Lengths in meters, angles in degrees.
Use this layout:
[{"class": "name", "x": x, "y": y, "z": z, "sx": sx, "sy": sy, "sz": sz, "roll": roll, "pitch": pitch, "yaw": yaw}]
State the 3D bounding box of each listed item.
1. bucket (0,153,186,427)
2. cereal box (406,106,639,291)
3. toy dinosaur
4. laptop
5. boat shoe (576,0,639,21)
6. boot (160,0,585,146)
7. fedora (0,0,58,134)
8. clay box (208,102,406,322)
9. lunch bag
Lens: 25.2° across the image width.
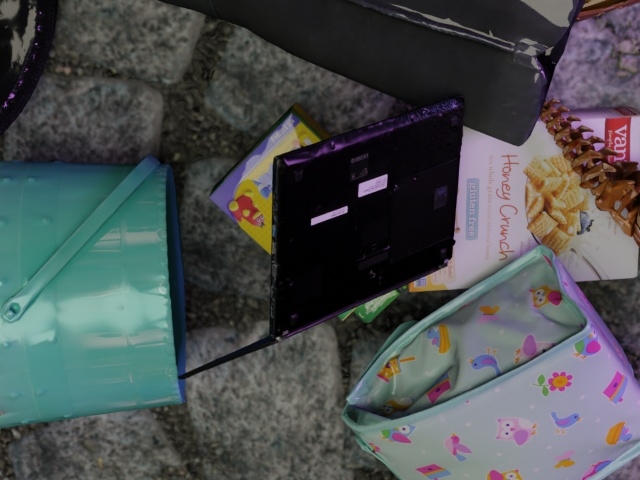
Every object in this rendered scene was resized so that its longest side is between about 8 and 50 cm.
[{"class": "bucket", "x": -0.230, "y": 0.046, "z": 1.407, "sx": 0.183, "sy": 0.281, "sz": 0.281, "roll": -4, "pitch": 108, "yaw": -3}, {"class": "cereal box", "x": 0.201, "y": -0.041, "z": 1.423, "sx": 0.240, "sy": 0.047, "sz": 0.173, "roll": -4, "pitch": 109, "yaw": -8}, {"class": "toy dinosaur", "x": 0.359, "y": -0.039, "z": 1.352, "sx": 0.322, "sy": 0.164, "sz": 0.218, "roll": 17, "pitch": 127, "yaw": -20}, {"class": "laptop", "x": 0.000, "y": 0.000, "z": 1.302, "sx": 0.137, "sy": 0.234, "sz": 0.264, "roll": 25, "pitch": 124, "yaw": 39}, {"class": "boat shoe", "x": 0.297, "y": -0.253, "z": 1.364, "sx": 0.178, "sy": 0.060, "sz": 0.064, "roll": -24, "pitch": 104, "yaw": 12}, {"class": "boot", "x": 0.037, "y": -0.315, "z": 1.272, "sx": 0.445, "sy": 0.146, "sz": 0.367, "roll": 24, "pitch": 129, "yaw": 10}, {"class": "fedora", "x": -0.406, "y": -0.237, "z": 1.366, "sx": 0.153, "sy": 0.334, "sz": 0.334, "roll": 23, "pitch": 113, "yaw": 35}, {"class": "clay box", "x": 0.010, "y": -0.019, "z": 1.472, "sx": 0.222, "sy": 0.053, "sz": 0.127, "roll": 43, "pitch": 106, "yaw": -9}, {"class": "lunch bag", "x": 0.178, "y": 0.165, "z": 1.431, "sx": 0.262, "sy": 0.160, "sz": 0.223, "roll": -33, "pitch": 129, "yaw": 12}]
